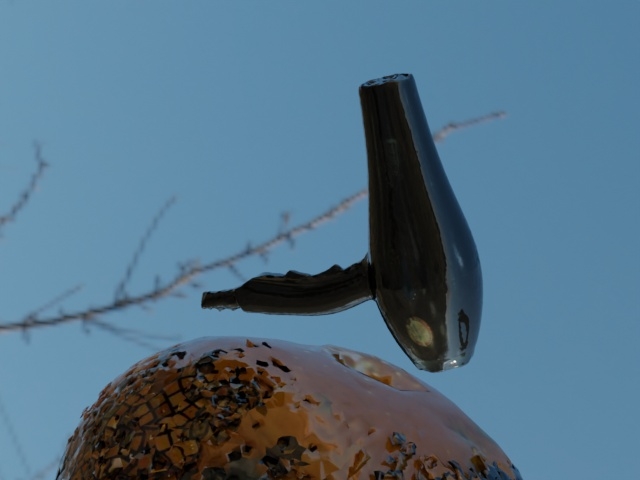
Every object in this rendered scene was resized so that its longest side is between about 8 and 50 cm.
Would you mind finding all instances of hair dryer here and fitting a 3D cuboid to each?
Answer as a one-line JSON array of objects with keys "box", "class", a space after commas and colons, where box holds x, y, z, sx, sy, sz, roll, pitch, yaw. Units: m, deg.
[{"box": [0.000, 0.000, 0.417, 0.083, 0.031, 0.079, -10, -77, 23], "class": "hair dryer"}]

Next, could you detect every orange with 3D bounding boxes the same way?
[{"box": [-0.010, 0.140, 0.714, 0.234, 0.234, 0.182, 18, -85, 51], "class": "orange"}]
